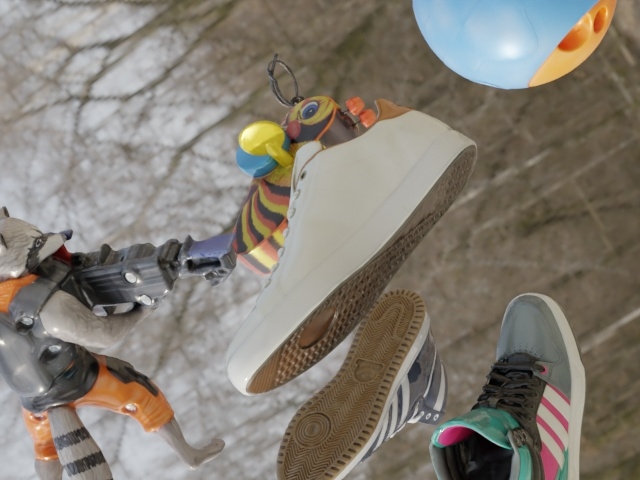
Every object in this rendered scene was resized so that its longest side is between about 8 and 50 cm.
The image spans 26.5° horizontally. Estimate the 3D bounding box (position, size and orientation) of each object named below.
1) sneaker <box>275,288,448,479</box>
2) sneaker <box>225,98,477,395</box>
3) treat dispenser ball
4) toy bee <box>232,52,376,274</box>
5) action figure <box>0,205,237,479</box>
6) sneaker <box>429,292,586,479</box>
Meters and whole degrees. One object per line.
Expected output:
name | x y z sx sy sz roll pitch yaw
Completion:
sneaker | 0.059 0.209 1.587 0.099 0.282 0.153 17 151 32
sneaker | 0.000 0.000 1.139 0.123 0.290 0.106 34 159 20
treat dispenser ball | 0.272 -0.357 1.907 0.288 0.288 0.288 54 -168 -17
toy bee | -0.020 -0.112 1.621 0.195 0.162 0.298 13 -112 -51
action figure | -0.226 0.112 1.342 0.330 0.341 0.178 61 -151 -20
sneaker | 0.203 0.194 1.528 0.178 0.124 0.295 17 -112 -47
